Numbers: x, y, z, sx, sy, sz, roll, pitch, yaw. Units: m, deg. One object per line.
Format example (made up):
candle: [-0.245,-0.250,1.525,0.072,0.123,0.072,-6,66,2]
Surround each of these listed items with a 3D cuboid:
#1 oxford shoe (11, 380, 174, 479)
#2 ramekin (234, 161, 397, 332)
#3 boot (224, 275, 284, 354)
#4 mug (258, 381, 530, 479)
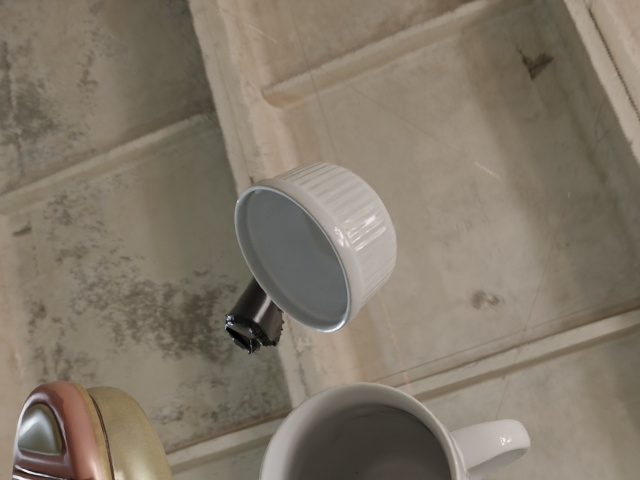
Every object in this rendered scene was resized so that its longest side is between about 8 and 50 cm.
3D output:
oxford shoe: [-0.057,0.253,0.433,0.140,0.146,0.397,-8,-82,53]
ramekin: [0.000,0.000,1.006,0.109,0.207,0.207,-34,-108,-32]
boot: [-0.059,0.053,1.237,0.094,0.246,0.207,29,-121,1]
mug: [0.135,0.360,1.194,0.374,0.328,0.276,-26,-118,5]
